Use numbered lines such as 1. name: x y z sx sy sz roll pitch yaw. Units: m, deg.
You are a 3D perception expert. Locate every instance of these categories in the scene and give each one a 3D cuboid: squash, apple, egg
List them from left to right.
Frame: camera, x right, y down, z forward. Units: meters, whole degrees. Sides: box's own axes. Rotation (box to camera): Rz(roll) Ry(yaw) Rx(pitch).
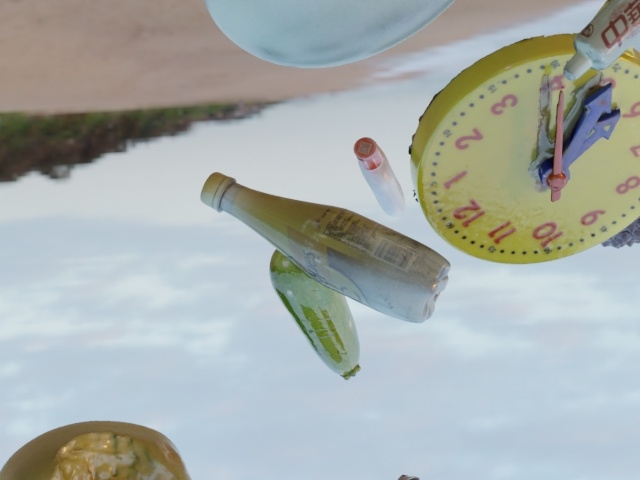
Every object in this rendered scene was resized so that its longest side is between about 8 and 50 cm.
1. apple: -0.292 0.371 1.834 0.279 0.279 0.279 -3 -174 0
2. squash: -0.001 0.079 1.546 0.066 0.201 0.066 -16 -142 13
3. egg: 0.022 -0.244 1.184 0.264 0.183 0.183 -16 -179 20

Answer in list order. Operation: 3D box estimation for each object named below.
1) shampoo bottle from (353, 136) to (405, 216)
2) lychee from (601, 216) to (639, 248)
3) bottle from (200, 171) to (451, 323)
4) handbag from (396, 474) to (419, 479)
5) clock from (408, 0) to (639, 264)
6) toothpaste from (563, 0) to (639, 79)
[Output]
1. shampoo bottle: 0.100 -0.120 2.476 0.051 0.108 0.221 -23 157 6
2. lychee: 0.442 -0.117 1.978 0.235 0.271 0.236 11 -145 -8
3. bottle: 0.000 0.000 1.445 0.269 0.083 0.083 25 -167 14
4. handbag: 0.122 0.369 1.936 0.115 0.072 0.139 -47 175 -23
5. clock: 0.235 -0.082 1.436 0.293 0.071 0.277 -37 129 22
6. toothpaste: 0.299 -0.223 1.251 0.233 0.060 0.038 -43 -172 -7
